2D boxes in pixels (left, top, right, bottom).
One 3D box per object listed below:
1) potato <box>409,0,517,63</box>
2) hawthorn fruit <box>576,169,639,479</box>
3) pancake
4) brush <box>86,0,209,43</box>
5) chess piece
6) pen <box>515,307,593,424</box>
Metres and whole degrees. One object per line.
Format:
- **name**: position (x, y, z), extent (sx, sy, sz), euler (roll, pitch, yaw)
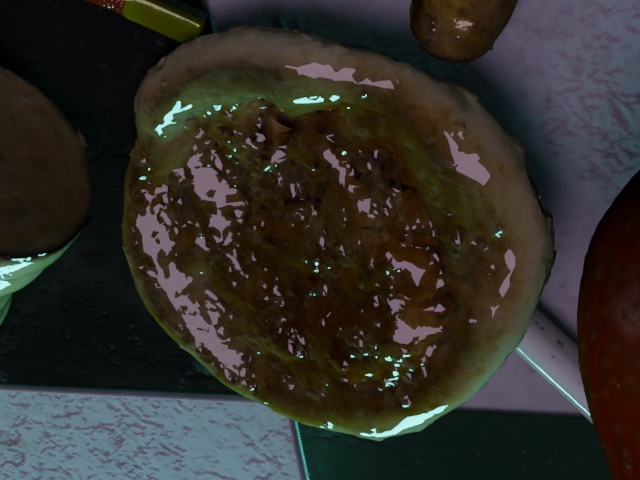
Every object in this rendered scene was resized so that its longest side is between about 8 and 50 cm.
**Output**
- **potato**: position (0.076, -0.127, 0.878), extent (0.051, 0.040, 0.083), euler (17, 131, -11)
- **hawthorn fruit**: position (0.239, 0.095, 0.831), extent (0.254, 0.254, 0.300), euler (9, 100, 11)
- **pancake**: position (0.000, -0.001, 0.967), extent (0.282, 0.049, 0.282), euler (17, 128, 23)
- **brush**: position (-0.104, -0.132, 0.942), extent (0.083, 0.021, 0.019), euler (20, 130, -5)
- **chess piece**: position (-0.249, 0.023, 1.056), extent (0.137, 0.137, 0.301), euler (33, 139, -8)
- **pen**: position (0.155, 0.085, 1.015), extent (0.269, 0.033, 0.033), euler (43, 126, -15)
